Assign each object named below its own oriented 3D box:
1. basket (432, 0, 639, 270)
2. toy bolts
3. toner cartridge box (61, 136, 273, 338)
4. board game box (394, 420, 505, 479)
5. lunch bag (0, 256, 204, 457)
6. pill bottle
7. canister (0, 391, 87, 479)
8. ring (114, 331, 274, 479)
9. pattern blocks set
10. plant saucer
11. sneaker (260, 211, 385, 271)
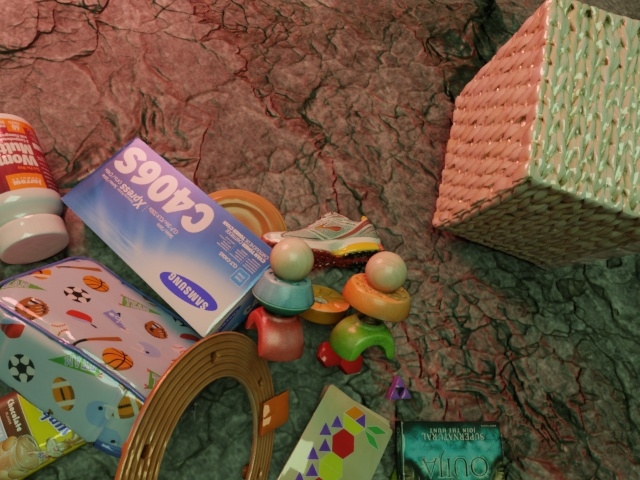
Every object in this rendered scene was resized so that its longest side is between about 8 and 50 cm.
[{"bbox_3d":[0.392,-0.153,0.811,0.266,0.331,0.329,16,77,-8],"label":"basket"},{"bbox_3d":[0.000,0.066,0.722,0.228,0.218,0.159,4,110,-32],"label":"toy bolts"},{"bbox_3d":[-0.236,-0.007,0.780,0.347,0.075,0.165,38,74,18],"label":"toner cartridge box"},{"bbox_3d":[0.210,0.357,0.780,0.186,0.026,0.126,6,70,-17],"label":"board game box"},{"bbox_3d":[-0.292,0.152,0.686,0.303,0.243,0.115,35,102,2],"label":"lunch bag"},{"bbox_3d":[-0.493,-0.082,0.781,0.121,0.121,0.221,-25,77,-16],"label":"pill bottle"},{"bbox_3d":[-0.400,0.262,0.706,0.169,0.073,0.126,-28,77,-15],"label":"canister"},{"bbox_3d":[-0.148,0.286,0.623,0.032,0.336,0.337,1,69,22],"label":"ring"},{"bbox_3d":[0.026,0.326,0.744,0.285,0.026,0.325,47,59,-6],"label":"pattern blocks set"},{"bbox_3d":[-0.153,-0.002,0.852,0.199,0.037,0.200,3,71,-9],"label":"plant saucer"},{"bbox_3d":[0.000,0.000,0.850,0.225,0.088,0.093,0,61,-27],"label":"sneaker"}]
